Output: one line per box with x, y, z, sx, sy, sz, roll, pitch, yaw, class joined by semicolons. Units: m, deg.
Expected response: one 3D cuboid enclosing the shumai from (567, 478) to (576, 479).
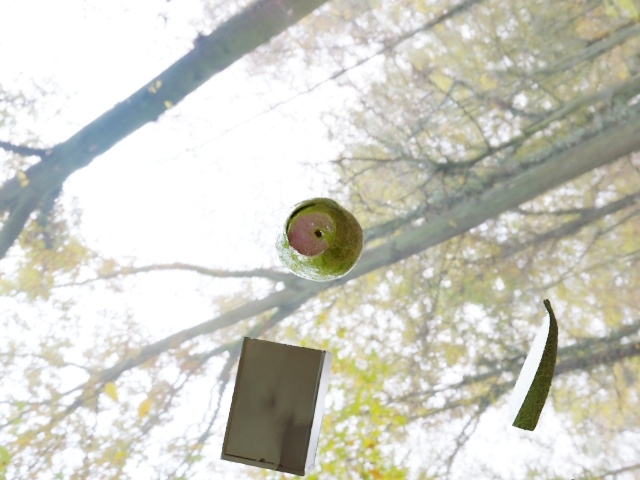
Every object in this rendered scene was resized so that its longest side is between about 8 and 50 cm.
0.598;0.699;2.107;0.225;0.260;0.222;8;-97;-19;shumai

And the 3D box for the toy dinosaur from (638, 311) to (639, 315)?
0.562;0.061;1.159;0.094;0.259;0.153;34;-116;-31;toy dinosaur

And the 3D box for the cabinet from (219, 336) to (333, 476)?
-0.071;0.282;1.451;0.150;0.144;0.206;58;-139;-78;cabinet

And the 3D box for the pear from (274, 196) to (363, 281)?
0.000;0.000;1.768;0.219;0.187;0.188;43;-150;-72;pear

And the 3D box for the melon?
0.413;0.236;1.613;0.053;0.114;0.262;20;-103;-4;melon
